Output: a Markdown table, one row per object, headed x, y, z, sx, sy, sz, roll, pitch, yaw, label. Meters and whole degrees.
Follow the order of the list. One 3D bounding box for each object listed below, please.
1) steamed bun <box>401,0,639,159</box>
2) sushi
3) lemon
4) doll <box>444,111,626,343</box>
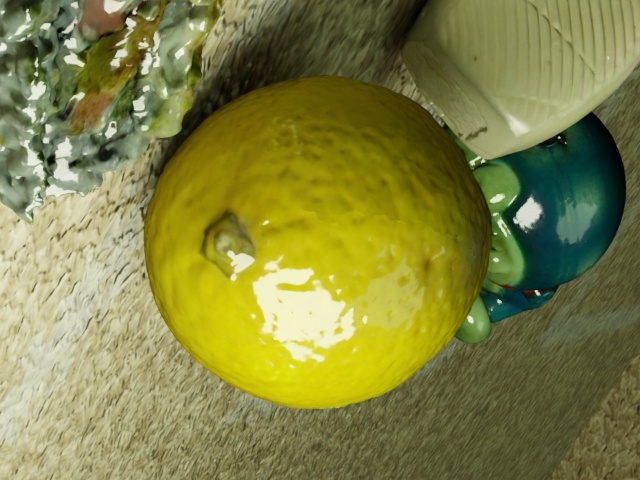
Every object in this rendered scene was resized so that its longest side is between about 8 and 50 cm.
| x | y | z | sx | sy | sz | roll | pitch | yaw | label |
| --- | --- | --- | --- | --- | --- | --- | --- | --- | --- |
| 0.184 | -0.182 | 1.581 | 0.238 | 0.170 | 0.152 | -42 | -179 | -21 | steamed bun |
| -0.140 | -0.121 | 0.961 | 0.184 | 0.139 | 0.274 | -36 | 155 | -36 | sushi |
| -0.002 | 0.000 | 1.331 | 0.267 | 0.267 | 0.267 | -45 | 159 | -22 | lemon |
| 0.199 | -0.035 | 1.810 | 0.186 | 0.198 | 0.322 | -16 | 159 | -11 | doll |
